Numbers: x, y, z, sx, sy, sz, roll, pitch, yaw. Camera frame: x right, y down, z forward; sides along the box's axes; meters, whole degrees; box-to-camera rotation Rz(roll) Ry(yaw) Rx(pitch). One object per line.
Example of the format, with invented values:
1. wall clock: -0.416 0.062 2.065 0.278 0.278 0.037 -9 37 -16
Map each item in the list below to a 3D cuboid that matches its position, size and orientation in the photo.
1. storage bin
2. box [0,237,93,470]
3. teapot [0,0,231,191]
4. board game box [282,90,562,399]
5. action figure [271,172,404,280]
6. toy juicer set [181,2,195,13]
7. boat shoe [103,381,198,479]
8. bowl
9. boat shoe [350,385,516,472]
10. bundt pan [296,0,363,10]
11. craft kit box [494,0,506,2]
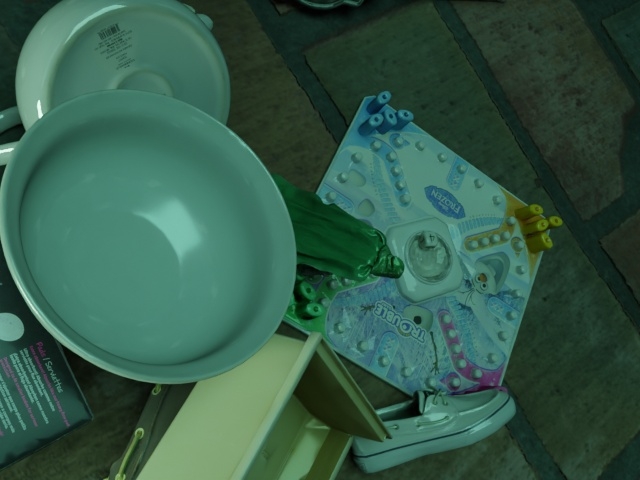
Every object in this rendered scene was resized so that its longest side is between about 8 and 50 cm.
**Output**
1. storage bin: -0.058 0.264 0.715 0.262 0.123 0.260 -60 139 -28
2. box: -0.350 0.105 0.665 0.142 0.163 0.247 -24 86 -31
3. teapot: -0.246 -0.178 0.789 0.256 0.187 0.253 12 104 -41
4. board game box: 0.162 0.024 0.994 0.390 0.050 0.390 33 64 -14
5. action figure: 0.000 0.000 0.847 0.232 0.063 0.137 21 63 26
6. toy juicer set: -0.330 -0.399 0.859 0.209 0.089 0.329 -38 94 -29
7. boat shoe: -0.180 0.265 0.738 0.116 0.096 0.324 52 55 -51
8. bowl: -0.181 0.009 0.677 0.298 0.134 0.298 18 58 -32
9. boat shoe: 0.145 0.231 0.874 0.226 0.083 0.076 -20 95 -9
10. bundt pan: 0.005 -0.525 1.004 0.330 0.124 0.331 4 76 -15
11. craft kit box: 0.215 -0.545 1.180 0.246 0.061 0.250 -9 80 -30
